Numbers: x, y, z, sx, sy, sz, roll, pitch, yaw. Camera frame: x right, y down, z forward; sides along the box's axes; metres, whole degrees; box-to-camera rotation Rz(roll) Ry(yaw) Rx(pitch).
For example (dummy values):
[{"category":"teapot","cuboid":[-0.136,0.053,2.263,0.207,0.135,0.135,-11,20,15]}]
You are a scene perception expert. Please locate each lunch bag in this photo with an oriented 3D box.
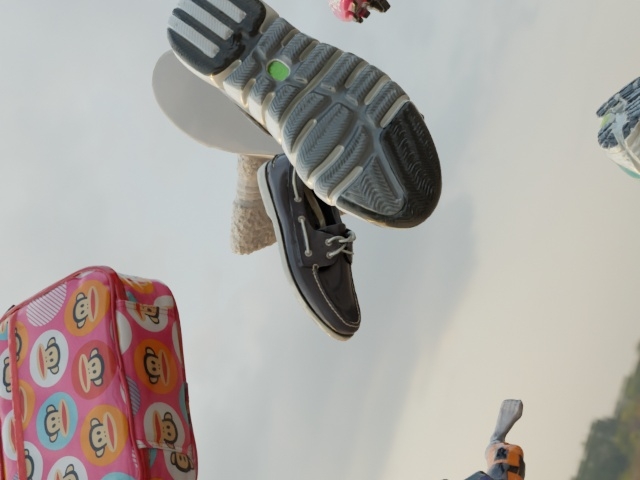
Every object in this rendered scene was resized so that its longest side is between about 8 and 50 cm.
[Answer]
[{"category":"lunch bag","cuboid":[-0.268,0.194,1.564,0.120,0.258,0.293,18,-126,-49]}]

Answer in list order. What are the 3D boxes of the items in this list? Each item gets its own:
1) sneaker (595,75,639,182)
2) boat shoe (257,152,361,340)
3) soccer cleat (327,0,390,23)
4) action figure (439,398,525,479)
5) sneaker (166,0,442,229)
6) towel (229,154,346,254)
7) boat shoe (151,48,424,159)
[{"category":"sneaker","cuboid":[0.429,-0.146,1.862,0.107,0.110,0.275,-36,12,31]},{"category":"boat shoe","cuboid":[0.000,0.000,1.431,0.075,0.065,0.206,-2,-114,-54]},{"category":"soccer cleat","cuboid":[0.034,-0.392,2.048,0.116,0.143,0.331,-55,-4,12]},{"category":"action figure","cuboid":[0.234,0.352,1.430,0.178,0.341,0.330,-47,-3,40]},{"category":"sneaker","cuboid":[0.005,-0.083,0.951,0.086,0.229,0.132,-46,-21,1]},{"category":"towel","cuboid":[-0.013,-0.096,1.944,0.282,0.049,0.187,-25,-47,-42]},{"category":"boat shoe","cuboid":[-0.034,-0.157,1.757,0.158,0.341,0.127,-11,-60,-65]}]
